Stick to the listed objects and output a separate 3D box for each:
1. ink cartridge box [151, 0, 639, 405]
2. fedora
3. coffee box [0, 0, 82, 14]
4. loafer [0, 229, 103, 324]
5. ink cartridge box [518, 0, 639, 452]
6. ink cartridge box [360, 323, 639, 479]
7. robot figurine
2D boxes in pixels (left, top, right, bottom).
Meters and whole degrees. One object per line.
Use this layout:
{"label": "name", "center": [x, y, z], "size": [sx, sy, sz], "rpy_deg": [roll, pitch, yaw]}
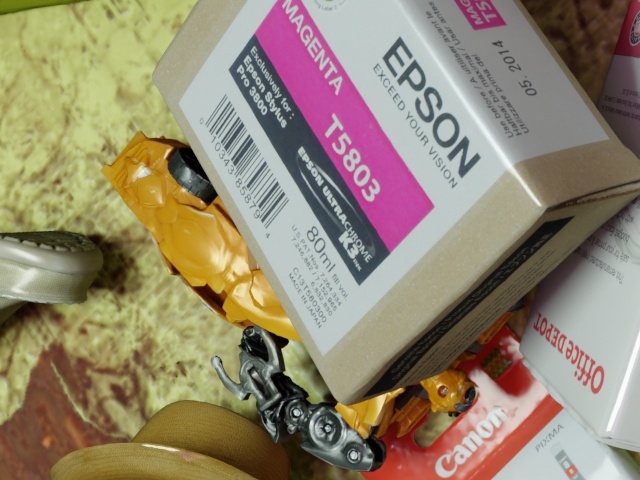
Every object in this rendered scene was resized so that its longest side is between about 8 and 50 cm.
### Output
{"label": "ink cartridge box", "center": [0.029, -0.062, 0.791], "size": [0.235, 0.088, 0.193], "rpy_deg": [59, 136, 19]}
{"label": "fedora", "center": [-0.078, 0.159, 0.958], "size": [0.194, 0.194, 0.079], "rpy_deg": [1, 50, 27]}
{"label": "coffee box", "center": [-0.290, -0.331, 0.948], "size": [0.337, 0.338, 0.334], "rpy_deg": [-5, 87, 27]}
{"label": "loafer", "center": [-0.261, 0.042, 1.067], "size": [0.268, 0.102, 0.092], "rpy_deg": [-5, 88, 36]}
{"label": "ink cartridge box", "center": [0.200, -0.017, 0.777], "size": [0.100, 0.172, 0.237], "rpy_deg": [15, 98, -8]}
{"label": "ink cartridge box", "center": [0.114, 0.157, 0.898], "size": [0.179, 0.045, 0.145], "rpy_deg": [48, 108, 17]}
{"label": "robot figurine", "center": [0.000, 0.000, 0.936], "size": [0.291, 0.085, 0.211], "rpy_deg": [47, 109, 21]}
